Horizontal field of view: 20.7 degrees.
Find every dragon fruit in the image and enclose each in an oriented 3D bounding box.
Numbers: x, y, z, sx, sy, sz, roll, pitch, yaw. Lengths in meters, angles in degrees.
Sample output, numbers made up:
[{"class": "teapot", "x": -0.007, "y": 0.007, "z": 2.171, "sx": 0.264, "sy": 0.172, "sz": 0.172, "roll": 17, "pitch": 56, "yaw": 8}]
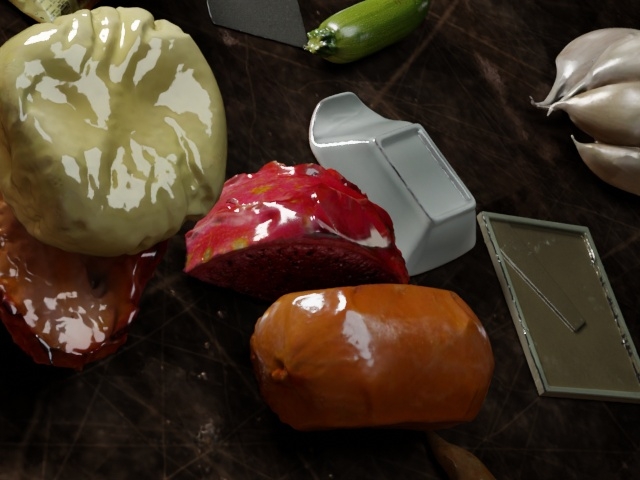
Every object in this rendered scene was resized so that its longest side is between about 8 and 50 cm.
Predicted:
[{"class": "dragon fruit", "x": 0.000, "y": 0.000, "z": 1.819, "sx": 0.261, "sy": 0.189, "sz": 0.163, "roll": 22, "pitch": 76, "yaw": -31}]

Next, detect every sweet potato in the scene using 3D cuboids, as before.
[{"class": "sweet potato", "x": 0.163, "y": 0.260, "z": 1.800, "sx": 0.056, "sy": 0.056, "sz": 0.195, "roll": -15, "pitch": 62, "yaw": -46}]

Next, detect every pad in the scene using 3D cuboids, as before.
[{"class": "pad", "x": -0.091, "y": -0.325, "z": 2.111, "sx": 0.143, "sy": 0.003, "sz": 0.211, "roll": 11, "pitch": 50, "yaw": -34}]

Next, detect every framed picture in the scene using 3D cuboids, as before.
[{"class": "framed picture", "x": 0.291, "y": 0.080, "z": 2.086, "sx": 0.184, "sy": 0.016, "sz": 0.250, "roll": 7, "pitch": 53, "yaw": -37}]

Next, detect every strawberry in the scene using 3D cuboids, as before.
[{"class": "strawberry", "x": -0.231, "y": -0.024, "z": 1.633, "sx": 0.253, "sy": 0.150, "sz": 0.280, "roll": -29, "pitch": 79, "yaw": -28}]

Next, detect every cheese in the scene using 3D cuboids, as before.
[{"class": "cheese", "x": -0.184, "y": -0.096, "z": 1.541, "sx": 0.214, "sy": 0.117, "sz": 0.226, "roll": -18, "pitch": 78, "yaw": -30}]

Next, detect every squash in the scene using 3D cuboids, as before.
[{"class": "squash", "x": 0.069, "y": -0.267, "z": 2.151, "sx": 0.069, "sy": 0.069, "sz": 0.258, "roll": 49, "pitch": 40, "yaw": 4}]

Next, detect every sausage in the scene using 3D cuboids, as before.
[{"class": "sausage", "x": 0.058, "y": 0.118, "z": 1.744, "sx": 0.268, "sy": 0.153, "sz": 0.141, "roll": 5, "pitch": 79, "yaw": -36}]

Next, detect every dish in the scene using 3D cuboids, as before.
[{"class": "dish", "x": 0.089, "y": -0.081, "z": 2.012, "sx": 0.154, "sy": 0.064, "sz": 0.234, "roll": -23, "pitch": 72, "yaw": -47}]

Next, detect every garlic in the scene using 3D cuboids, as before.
[{"class": "garlic", "x": 0.416, "y": -0.174, "z": 2.339, "sx": 0.292, "sy": 0.210, "sz": 0.237, "roll": 31, "pitch": 76, "yaw": -23}]

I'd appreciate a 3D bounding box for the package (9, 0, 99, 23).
[{"class": "package", "x": -0.298, "y": -0.275, "z": 1.870, "sx": 0.120, "sy": 0.031, "sz": 0.108, "roll": 41, "pitch": 39, "yaw": -8}]
